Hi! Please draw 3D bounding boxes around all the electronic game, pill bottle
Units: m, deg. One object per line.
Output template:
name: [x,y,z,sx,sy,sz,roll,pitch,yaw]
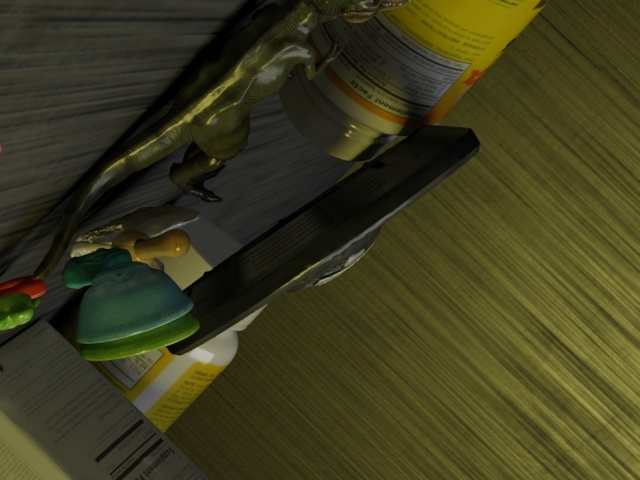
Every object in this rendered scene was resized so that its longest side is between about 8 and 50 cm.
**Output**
electronic game: [0.000,0.000,1.215,0.229,0.048,0.229,-34,-178,1]
pill bottle: [0.063,-0.147,1.252,0.215,0.117,0.117,-48,177,37]
pill bottle: [-0.140,0.083,1.533,0.208,0.119,0.119,-46,178,15]

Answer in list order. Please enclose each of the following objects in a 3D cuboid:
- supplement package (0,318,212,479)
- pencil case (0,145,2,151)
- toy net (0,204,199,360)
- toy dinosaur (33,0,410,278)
supplement package: [-0.172,0.200,1.394,0.139,0.244,0.134,-47,177,23]
pencil case: [-0.157,0.021,0.580,0.098,0.095,0.209,-3,155,-30]
toy net: [-0.129,0.026,1.171,0.122,0.045,0.232,-15,-169,5]
toy dinosaur: [-0.059,-0.074,1.144,0.268,0.064,0.118,-42,175,2]
